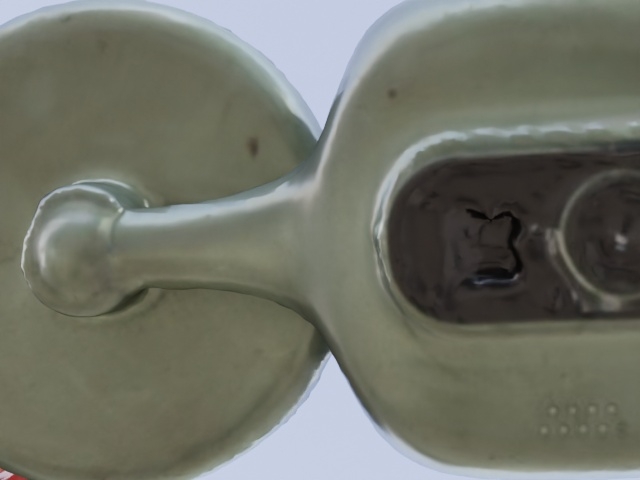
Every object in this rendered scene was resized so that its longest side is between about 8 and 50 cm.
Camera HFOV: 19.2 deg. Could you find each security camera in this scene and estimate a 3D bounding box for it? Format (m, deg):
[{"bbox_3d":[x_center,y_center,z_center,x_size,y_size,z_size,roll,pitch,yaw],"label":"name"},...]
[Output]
[{"bbox_3d":[0.000,0.000,0.564,0.301,0.080,0.157,-3,-87,11],"label":"security camera"}]

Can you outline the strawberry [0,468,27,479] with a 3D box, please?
[{"bbox_3d":[-0.174,0.108,0.756,0.261,0.257,0.261,-13,-53,-18],"label":"strawberry"}]
